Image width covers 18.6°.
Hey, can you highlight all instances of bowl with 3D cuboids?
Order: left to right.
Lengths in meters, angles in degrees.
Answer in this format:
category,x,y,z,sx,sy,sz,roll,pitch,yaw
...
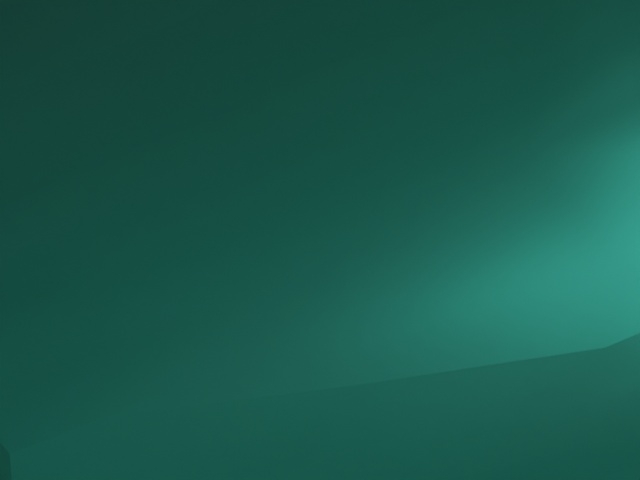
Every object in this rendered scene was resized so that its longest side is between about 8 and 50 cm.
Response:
category,x,y,z,sx,sy,sz,roll,pitch,yaw
bowl,-0.070,-0.022,0.448,0.163,0.311,0.311,-26,151,-24
